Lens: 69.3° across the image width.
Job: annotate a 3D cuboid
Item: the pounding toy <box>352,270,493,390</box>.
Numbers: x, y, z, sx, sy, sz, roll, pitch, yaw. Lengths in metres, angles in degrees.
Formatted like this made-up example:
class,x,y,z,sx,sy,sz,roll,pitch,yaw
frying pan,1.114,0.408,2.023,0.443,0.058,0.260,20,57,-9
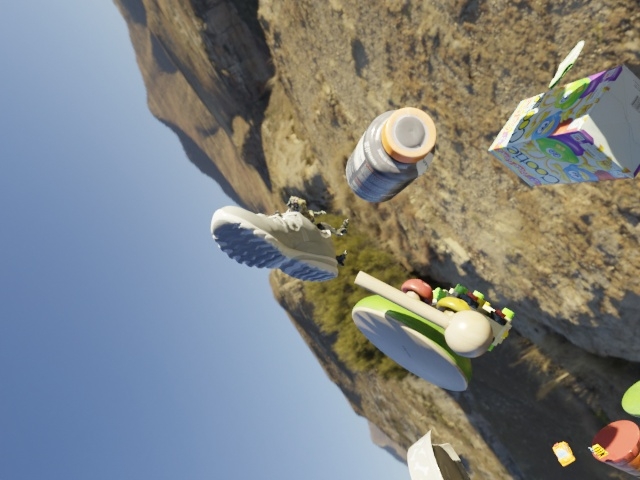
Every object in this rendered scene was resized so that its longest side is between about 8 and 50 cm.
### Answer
class,x,y,z,sx,sy,sz,roll,pitch,yaw
pounding toy,0.146,0.100,0.633,0.183,0.110,0.237,31,159,19

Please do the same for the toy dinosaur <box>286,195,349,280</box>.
class,x,y,z,sx,sy,sz,roll,pitch,yaw
toy dinosaur,0.000,0.000,1.005,0.268,0.118,0.064,82,-157,-44

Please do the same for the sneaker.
class,x,y,z,sx,sy,sz,roll,pitch,yaw
sneaker,-0.080,-0.009,0.845,0.281,0.105,0.115,27,-125,-45

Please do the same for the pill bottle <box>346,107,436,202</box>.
class,x,y,z,sx,sy,sz,roll,pitch,yaw
pill bottle,0.131,-0.157,0.864,0.130,0.130,0.245,59,170,3

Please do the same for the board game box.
class,x,y,z,sx,sy,sz,roll,pitch,yaw
board game box,0.493,-0.209,0.916,0.144,0.142,0.275,35,177,-11

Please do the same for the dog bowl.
class,x,y,z,sx,sy,sz,roll,pitch,yaw
dog bowl,0.395,0.782,1.456,0.349,0.102,0.349,53,-167,-18

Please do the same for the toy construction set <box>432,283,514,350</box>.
class,x,y,z,sx,sy,sz,roll,pitch,yaw
toy construction set,0.362,0.183,1.211,0.327,0.151,0.215,15,-170,-19

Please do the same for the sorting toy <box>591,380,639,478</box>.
class,x,y,z,sx,sy,sz,roll,pitch,yaw
sorting toy,0.816,0.433,1.117,0.126,0.365,0.127,48,162,4

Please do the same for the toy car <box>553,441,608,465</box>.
class,x,y,z,sx,sy,sz,roll,pitch,yaw
toy car,0.595,0.480,1.077,0.040,0.122,0.060,45,-143,-5

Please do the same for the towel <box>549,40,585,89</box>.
class,x,y,z,sx,sy,sz,roll,pitch,yaw
towel,0.791,-0.565,1.490,0.023,0.152,0.113,35,148,8
